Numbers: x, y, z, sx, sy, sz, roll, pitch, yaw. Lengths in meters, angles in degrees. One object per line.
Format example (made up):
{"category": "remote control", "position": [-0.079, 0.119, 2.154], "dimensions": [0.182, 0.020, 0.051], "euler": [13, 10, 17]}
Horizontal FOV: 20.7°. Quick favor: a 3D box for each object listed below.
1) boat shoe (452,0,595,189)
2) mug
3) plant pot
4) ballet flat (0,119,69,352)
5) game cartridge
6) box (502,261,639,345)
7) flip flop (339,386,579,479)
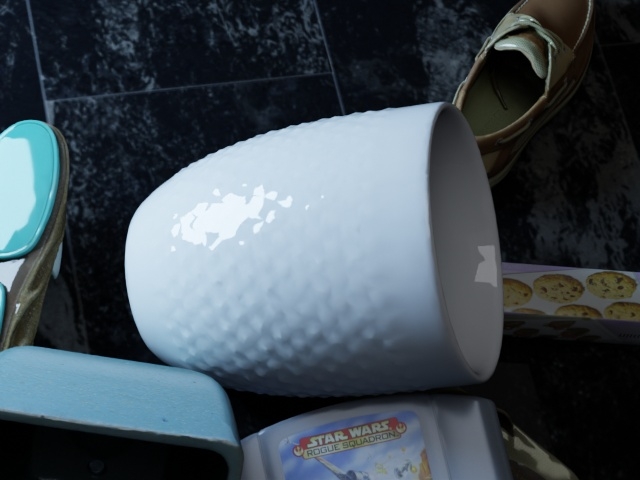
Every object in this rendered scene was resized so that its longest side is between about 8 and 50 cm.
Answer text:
{"category": "boat shoe", "position": [0.233, -0.191, 1.994], "dimensions": [0.122, 0.120, 0.324], "euler": [29, 61, 6]}
{"category": "mug", "position": [0.000, 0.000, 1.772], "dimensions": [0.328, 0.276, 0.374], "euler": [-8, 24, 18]}
{"category": "plant pot", "position": [-0.209, 0.224, 1.609], "dimensions": [0.248, 0.247, 0.252], "euler": [9, 19, -5]}
{"category": "ballet flat", "position": [-0.314, 0.047, 1.766], "dimensions": [0.116, 0.124, 0.342], "euler": [-1, 61, 13]}
{"category": "game cartridge", "position": [0.042, 0.256, 1.709], "dimensions": [0.297, 0.062, 0.198], "euler": [-13, 79, -1]}
{"category": "box", "position": [0.310, 0.072, 1.899], "dimensions": [0.324, 0.063, 0.067], "euler": [5, 62, -8]}
{"category": "flip flop", "position": [0.151, 0.203, 1.790], "dimensions": [0.277, 0.080, 0.112], "euler": [33, 61, 8]}
